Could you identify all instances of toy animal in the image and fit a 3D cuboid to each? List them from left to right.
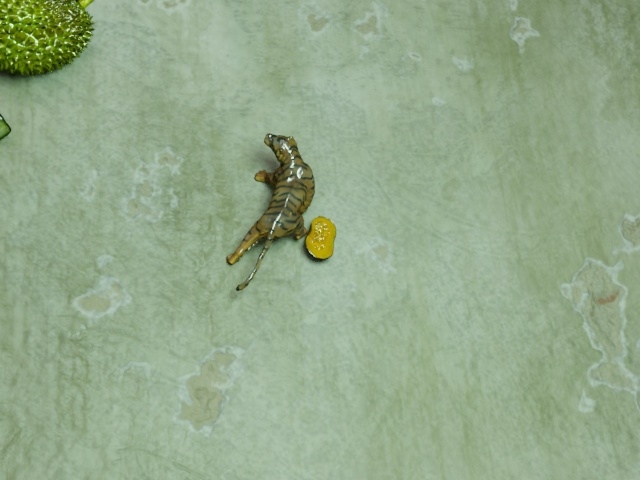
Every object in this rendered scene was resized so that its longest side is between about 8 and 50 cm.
[{"bbox_3d":[-0.070,-0.032,1.487,0.114,0.116,0.255,18,66,-5],"label":"toy animal"}]

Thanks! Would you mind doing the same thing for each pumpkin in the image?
[{"bbox_3d":[-0.001,0.000,1.539,0.050,0.028,0.083,27,56,-10],"label":"pumpkin"}]

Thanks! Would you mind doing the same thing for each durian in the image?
[{"bbox_3d":[-0.452,-0.329,1.497,0.198,0.159,0.146,-16,81,-54],"label":"durian"}]

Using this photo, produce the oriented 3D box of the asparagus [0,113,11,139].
[{"bbox_3d":[-0.595,-0.117,1.421,0.277,0.060,0.067,-40,92,-24],"label":"asparagus"}]
